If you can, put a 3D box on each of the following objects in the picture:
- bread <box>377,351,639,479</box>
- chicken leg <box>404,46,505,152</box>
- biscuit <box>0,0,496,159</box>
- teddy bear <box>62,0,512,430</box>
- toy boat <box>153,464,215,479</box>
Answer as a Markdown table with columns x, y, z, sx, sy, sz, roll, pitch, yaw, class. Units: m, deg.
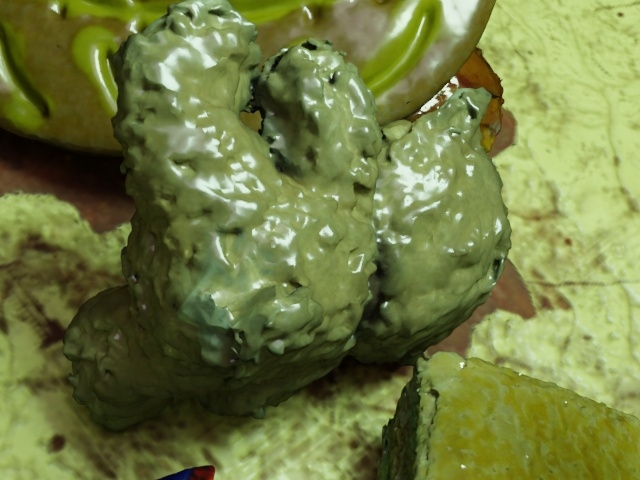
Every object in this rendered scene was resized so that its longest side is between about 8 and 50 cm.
| x | y | z | sx | sy | sz | roll | pitch | yaw | class |
| --- | --- | --- | --- | --- | --- | --- | --- | --- | --- |
| 0.128 | 0.160 | 0.638 | 0.196 | 0.102 | 0.138 | 21 | 42 | -3 | bread |
| -0.014 | -0.134 | 0.795 | 0.304 | 0.093 | 0.113 | 22 | 70 | 5 | chicken leg |
| -0.081 | -0.219 | 0.750 | 0.394 | 0.070 | 0.350 | -7 | 74 | 5 | biscuit |
| 0.000 | 0.000 | 0.644 | 0.256 | 0.267 | 0.156 | -14 | 39 | -40 | teddy bear |
| -0.021 | 0.268 | 0.591 | 0.318 | 0.072 | 0.219 | 37 | 57 | -3 | toy boat |
